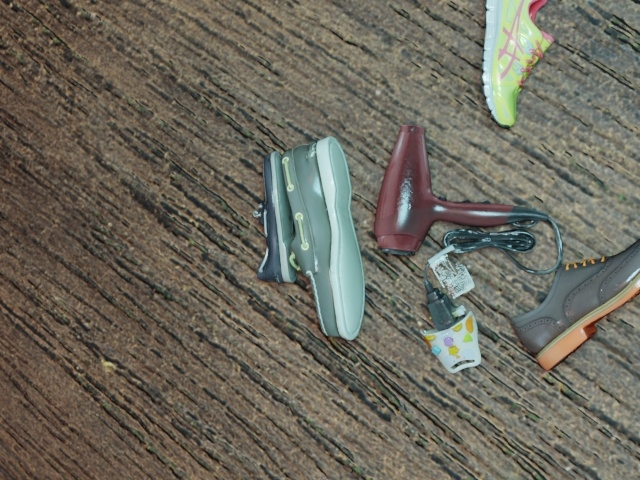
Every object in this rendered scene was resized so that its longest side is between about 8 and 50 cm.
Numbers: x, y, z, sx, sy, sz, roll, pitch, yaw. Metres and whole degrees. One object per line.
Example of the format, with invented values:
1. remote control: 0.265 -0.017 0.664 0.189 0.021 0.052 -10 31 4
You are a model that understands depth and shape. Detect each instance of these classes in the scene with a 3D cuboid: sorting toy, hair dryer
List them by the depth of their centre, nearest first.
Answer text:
1. hair dryer: 0.187 -0.038 1.191 0.223 0.080 0.293 -33 85 2
2. sorting toy: 0.197 0.156 1.198 0.083 0.045 0.075 -24 102 19

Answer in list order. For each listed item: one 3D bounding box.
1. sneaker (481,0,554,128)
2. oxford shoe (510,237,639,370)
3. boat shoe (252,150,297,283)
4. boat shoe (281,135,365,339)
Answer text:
1. sneaker: 0.274 -0.259 1.136 0.094 0.081 0.208 3 91 18
2. oxford shoe: 0.371 0.054 1.099 0.271 0.097 0.098 -46 70 15
3. boat shoe: -0.080 -0.034 1.275 0.065 0.075 0.206 -5 94 17
4. boat shoe: 0.002 0.000 1.230 0.091 0.109 0.305 -10 81 21
